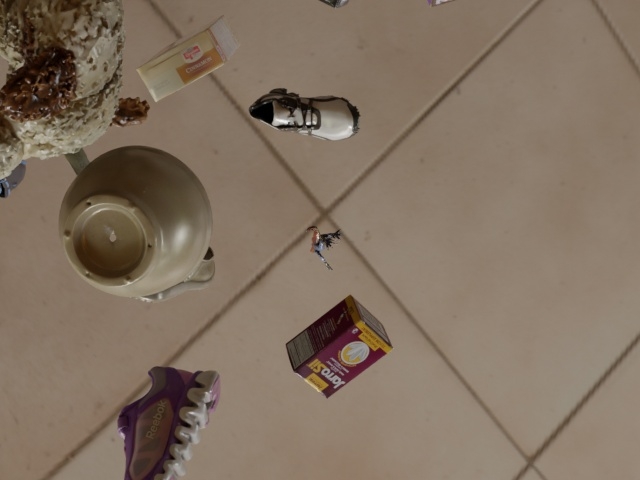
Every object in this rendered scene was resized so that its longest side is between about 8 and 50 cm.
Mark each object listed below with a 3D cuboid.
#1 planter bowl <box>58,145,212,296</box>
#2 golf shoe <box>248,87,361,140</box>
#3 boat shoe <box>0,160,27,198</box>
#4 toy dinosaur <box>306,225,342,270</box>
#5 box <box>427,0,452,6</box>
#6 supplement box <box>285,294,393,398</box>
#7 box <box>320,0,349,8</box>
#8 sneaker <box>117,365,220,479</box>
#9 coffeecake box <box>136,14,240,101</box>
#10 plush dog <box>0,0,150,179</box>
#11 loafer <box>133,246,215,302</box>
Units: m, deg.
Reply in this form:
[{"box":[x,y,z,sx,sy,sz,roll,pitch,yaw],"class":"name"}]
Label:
[{"box":[-0.203,-0.011,1.033,0.162,0.109,0.162,2,104,7],"class":"planter bowl"},{"box":[-0.029,-0.200,1.636,0.094,0.198,0.077,-24,120,-50],"class":"golf shoe"},{"box":[-0.571,-0.114,1.723,0.109,0.258,0.089,19,88,10],"class":"boat shoe"},{"box":[0.000,0.000,1.505,0.090,0.082,0.047,43,63,-22],"class":"toy dinosaur"},{"box":[0.271,-0.485,1.544,0.200,0.293,0.057,-17,72,-6],"class":"box"},{"box":[0.017,0.101,0.946,0.083,0.043,0.055,-39,125,13],"class":"supplement box"},{"box":[-0.030,-0.534,1.722,0.056,0.231,0.183,-39,155,-54],"class":"box"},{"box":[-0.213,0.256,1.246,0.104,0.095,0.236,20,62,7],"class":"sneaker"},{"box":[-0.230,-0.325,1.765,0.142,0.185,0.068,-26,106,13],"class":"coffeecake box"},{"box":[-0.272,-0.193,1.065,0.210,0.225,0.263,13,68,-16],"class":"plush dog"},{"box":[-0.229,0.030,1.574,0.101,0.268,0.092,15,103,9],"class":"loafer"}]
